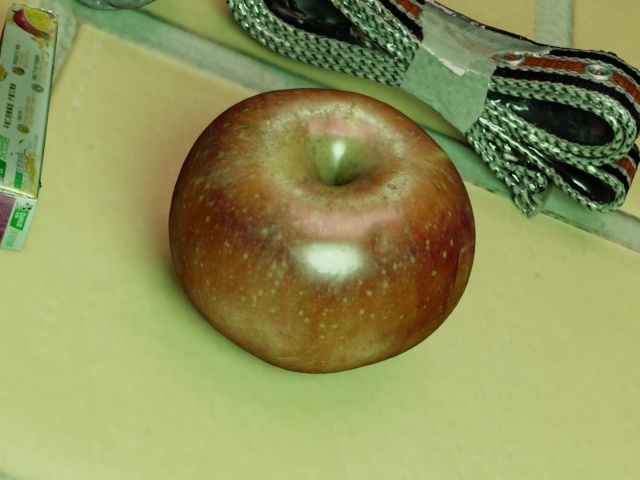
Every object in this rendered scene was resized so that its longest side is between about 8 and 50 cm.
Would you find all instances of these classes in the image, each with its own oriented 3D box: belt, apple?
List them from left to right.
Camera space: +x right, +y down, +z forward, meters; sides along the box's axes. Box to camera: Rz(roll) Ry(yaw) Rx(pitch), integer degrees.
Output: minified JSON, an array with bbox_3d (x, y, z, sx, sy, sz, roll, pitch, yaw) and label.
[{"bbox_3d":[0.000,0.000,1.127,0.201,0.162,0.201,8,44,-8],"label":"apple"},{"bbox_3d":[0.093,-0.143,1.373,0.359,0.126,0.094,29,36,3],"label":"belt"}]

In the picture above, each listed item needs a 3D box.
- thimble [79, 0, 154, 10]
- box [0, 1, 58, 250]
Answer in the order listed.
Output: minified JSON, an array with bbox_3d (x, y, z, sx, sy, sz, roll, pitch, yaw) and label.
[{"bbox_3d":[-0.148,-0.253,1.334,0.150,0.150,0.098,37,35,11],"label":"thimble"},{"bbox_3d":[-0.204,-0.080,1.176,0.041,0.050,0.207,14,39,-15],"label":"box"}]
